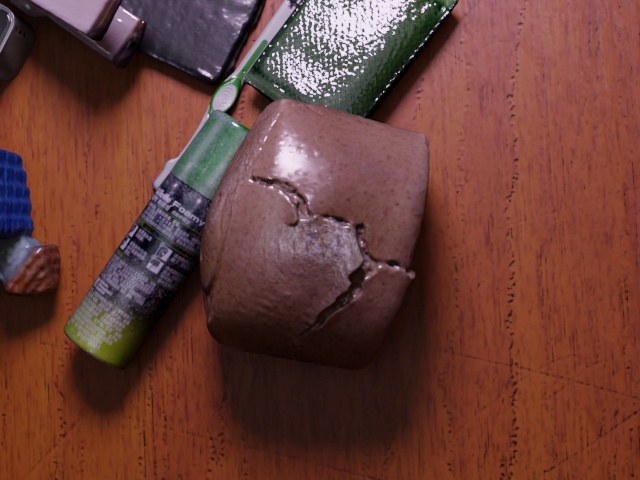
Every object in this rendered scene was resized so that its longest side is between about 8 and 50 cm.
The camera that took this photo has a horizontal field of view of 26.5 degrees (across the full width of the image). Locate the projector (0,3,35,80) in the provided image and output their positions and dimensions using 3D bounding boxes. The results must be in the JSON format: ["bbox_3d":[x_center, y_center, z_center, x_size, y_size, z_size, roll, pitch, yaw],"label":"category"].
[{"bbox_3d":[-0.417,-0.256,1.705,0.083,0.082,0.083,26,89,8],"label":"projector"}]

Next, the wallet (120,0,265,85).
[{"bbox_3d":[-0.219,-0.311,1.711,0.285,0.030,0.146,26,85,9],"label":"wallet"}]

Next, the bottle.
[{"bbox_3d":[-0.184,-0.002,1.653,0.093,0.093,0.330,35,91,8],"label":"bottle"}]

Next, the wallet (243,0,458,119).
[{"bbox_3d":[0.037,-0.244,1.663,0.160,0.055,0.236,37,88,5],"label":"wallet"}]

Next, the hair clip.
[{"bbox_3d":[-0.365,-0.330,1.674,0.331,0.101,0.085,32,95,19],"label":"hair clip"}]

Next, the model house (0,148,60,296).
[{"bbox_3d":[-0.485,-0.012,1.627,0.329,0.252,0.295,43,92,2],"label":"model house"}]

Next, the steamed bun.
[{"bbox_3d":[0.000,0.000,1.549,0.252,0.199,0.301,14,94,-15],"label":"steamed bun"}]

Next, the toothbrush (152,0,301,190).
[{"bbox_3d":[-0.114,-0.183,1.689,0.030,0.030,0.304,37,91,8],"label":"toothbrush"}]
